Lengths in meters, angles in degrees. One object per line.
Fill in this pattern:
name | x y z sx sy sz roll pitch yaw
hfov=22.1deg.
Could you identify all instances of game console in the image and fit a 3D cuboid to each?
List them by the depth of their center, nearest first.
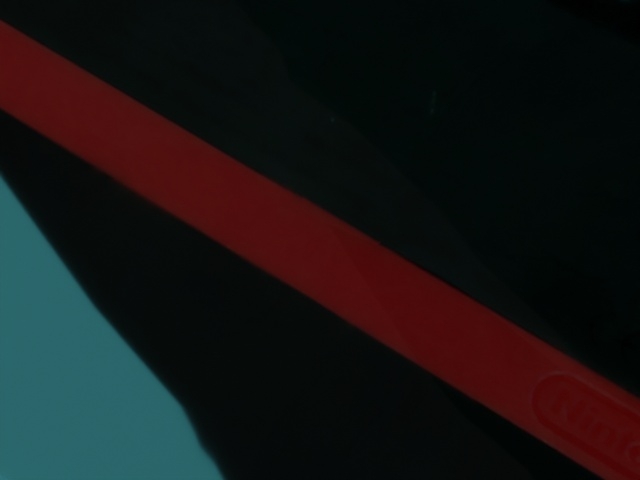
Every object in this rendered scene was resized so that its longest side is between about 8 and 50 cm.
game console | 0.000 0.000 0.577 0.386 0.060 0.342 31 80 19
